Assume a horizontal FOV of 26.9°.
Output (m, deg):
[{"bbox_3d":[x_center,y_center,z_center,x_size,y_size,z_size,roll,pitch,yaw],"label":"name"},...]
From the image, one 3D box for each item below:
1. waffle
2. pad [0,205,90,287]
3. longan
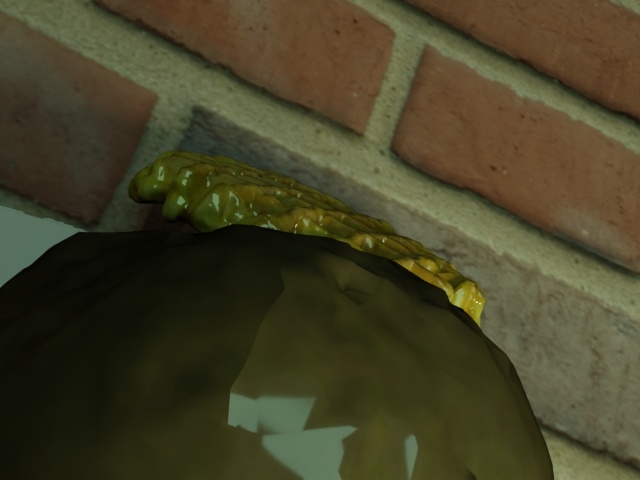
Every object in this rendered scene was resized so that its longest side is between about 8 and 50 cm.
[{"bbox_3d":[-0.010,-0.004,1.133,0.329,0.062,0.329,25,8,-4],"label":"waffle"},{"bbox_3d":[-0.302,0.027,1.113,0.232,0.004,0.156,17,55,-17],"label":"pad"},{"bbox_3d":[-0.062,0.188,0.884,0.404,0.436,0.404,8,79,-48],"label":"longan"}]
